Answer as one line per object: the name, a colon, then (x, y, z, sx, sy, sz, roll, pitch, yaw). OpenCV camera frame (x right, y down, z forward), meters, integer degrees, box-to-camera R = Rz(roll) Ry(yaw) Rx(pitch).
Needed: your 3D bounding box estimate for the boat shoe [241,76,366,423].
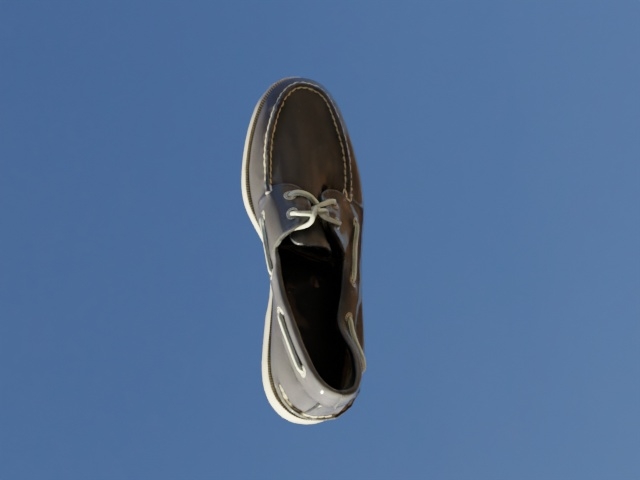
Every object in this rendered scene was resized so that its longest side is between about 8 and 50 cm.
boat shoe: (0.000, 0.000, 1.012, 0.075, 0.065, 0.206, 2, -102, -20)
